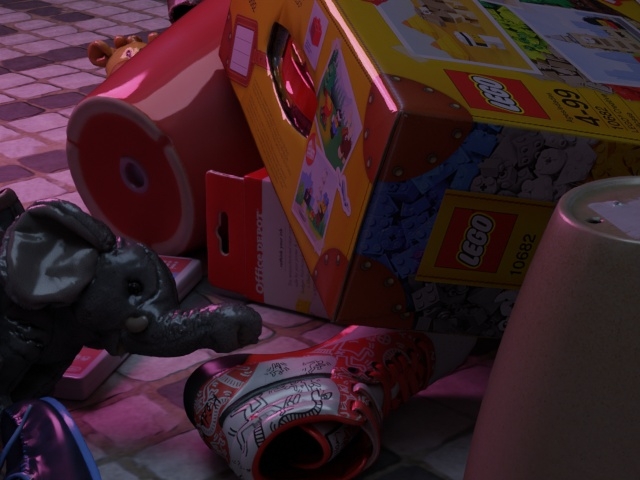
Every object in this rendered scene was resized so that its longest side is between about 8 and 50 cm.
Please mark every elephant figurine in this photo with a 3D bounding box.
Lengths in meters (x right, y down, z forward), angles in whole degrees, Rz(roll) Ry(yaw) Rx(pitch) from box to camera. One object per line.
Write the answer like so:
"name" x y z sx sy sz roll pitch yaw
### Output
"elephant figurine" -0.197 0.047 1.141 0.239 0.186 0.169 -32 15 0

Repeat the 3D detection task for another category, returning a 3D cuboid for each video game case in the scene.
"video game case" -0.261 0.071 1.352 0.204 0.025 0.285 5 22 16

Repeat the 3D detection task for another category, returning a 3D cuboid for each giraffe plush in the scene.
"giraffe plush" -0.222 -0.176 1.778 0.181 0.170 0.210 -12 24 -24

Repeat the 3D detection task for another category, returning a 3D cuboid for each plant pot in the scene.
"plant pot" -0.129 -0.116 1.535 0.275 0.275 0.243 16 36 36
"plant pot" 0.213 0.107 0.900 0.256 0.274 0.256 -1 22 0

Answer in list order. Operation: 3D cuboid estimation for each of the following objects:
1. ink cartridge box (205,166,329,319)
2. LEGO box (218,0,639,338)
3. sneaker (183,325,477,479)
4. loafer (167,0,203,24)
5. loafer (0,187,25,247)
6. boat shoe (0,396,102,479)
"ink cartridge box" 0.000 0.000 1.368 0.231 0.134 0.078 13 24 30
"LEGO box" 0.144 -0.122 1.255 0.372 0.193 0.500 6 29 -20
"sneaker" 0.037 0.127 1.111 0.270 0.090 0.145 -14 26 -21
"loafer" -0.062 -0.221 1.788 0.366 0.134 0.130 36 46 -12
"loafer" -0.427 0.008 1.405 0.267 0.084 0.096 -12 19 -8
"boat shoe" -0.197 0.184 0.956 0.089 0.109 0.258 -13 22 -20
